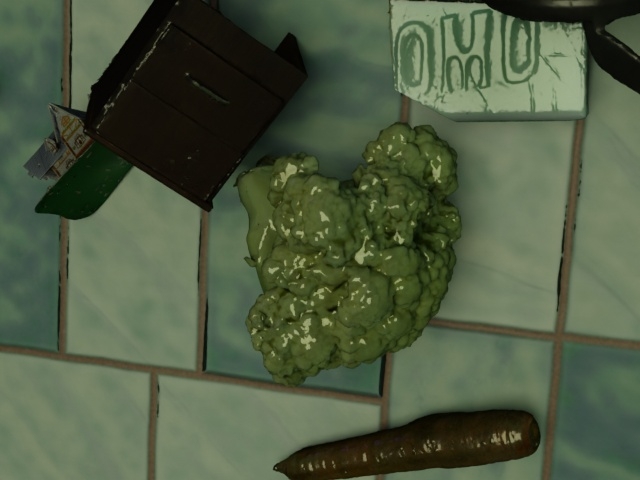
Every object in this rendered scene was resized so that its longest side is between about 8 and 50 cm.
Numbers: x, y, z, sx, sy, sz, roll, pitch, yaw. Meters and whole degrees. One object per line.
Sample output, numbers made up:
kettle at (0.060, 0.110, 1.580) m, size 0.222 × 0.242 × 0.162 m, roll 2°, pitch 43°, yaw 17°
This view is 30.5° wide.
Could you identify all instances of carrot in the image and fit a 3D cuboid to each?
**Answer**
carrot at (0.098, 0.252, 1.420) m, size 0.342 × 0.070 × 0.070 m, roll -13°, pitch 96°, yaw 23°

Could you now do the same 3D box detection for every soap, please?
soap at (0.180, -0.205, 1.302) m, size 0.230 × 0.091 × 0.145 m, roll 1°, pitch 99°, yaw 15°

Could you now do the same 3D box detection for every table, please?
table at (-0.141, -0.178, 1.327) m, size 0.169 × 0.172 × 0.193 m, roll 33°, pitch 107°, yaw -21°

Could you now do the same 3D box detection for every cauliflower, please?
cauliflower at (0.011, 0.004, 1.299) m, size 0.281 × 0.260 × 0.327 m, roll 28°, pitch 85°, yaw 5°

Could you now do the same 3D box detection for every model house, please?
model house at (-0.296, -0.115, 1.456) m, size 0.167 × 0.117 × 0.088 m, roll -47°, pitch 69°, yaw 19°

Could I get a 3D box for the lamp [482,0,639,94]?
lamp at (0.260, -0.347, 1.140) m, size 0.374 × 0.205 × 0.272 m, roll 37°, pitch 139°, yaw 25°
